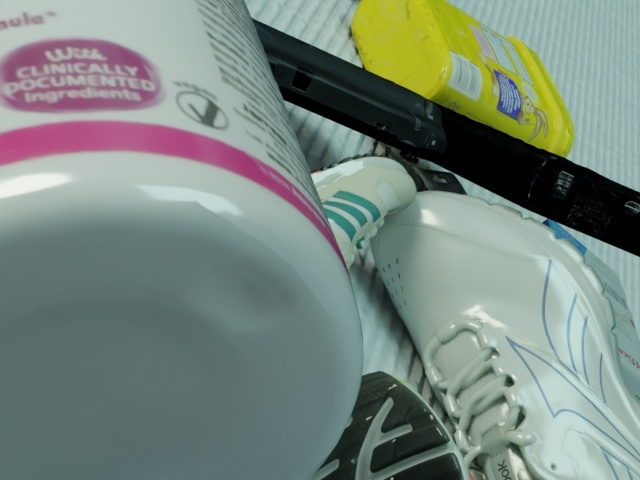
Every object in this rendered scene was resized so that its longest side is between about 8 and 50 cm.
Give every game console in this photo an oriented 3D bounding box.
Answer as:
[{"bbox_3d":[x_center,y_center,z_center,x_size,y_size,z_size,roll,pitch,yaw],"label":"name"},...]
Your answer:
[{"bbox_3d":[0.043,-0.078,0.961,0.361,0.044,0.213,21,6,-29],"label":"game console"}]

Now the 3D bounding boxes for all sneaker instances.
[{"bbox_3d":[0.000,0.000,0.832,0.161,0.057,0.075,-8,69,-48],"label":"sneaker"},{"bbox_3d":[0.063,0.161,0.726,0.094,0.081,0.208,11,54,-66],"label":"sneaker"},{"bbox_3d":[0.124,0.097,0.877,0.297,0.111,0.129,53,37,10],"label":"sneaker"}]

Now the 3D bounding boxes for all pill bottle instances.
[{"bbox_3d":[-0.096,-0.041,0.518,0.160,0.160,0.283,33,24,-37],"label":"pill bottle"}]

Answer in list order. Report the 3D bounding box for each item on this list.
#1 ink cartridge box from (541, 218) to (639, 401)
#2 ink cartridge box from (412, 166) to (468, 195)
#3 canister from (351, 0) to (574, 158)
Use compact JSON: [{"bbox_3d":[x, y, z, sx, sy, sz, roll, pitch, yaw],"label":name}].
[{"bbox_3d":[0.182,0.058,1.088,0.088,0.052,0.122,37,28,-30],"label":"ink cartridge box"},{"bbox_3d":[0.095,0.006,1.034,0.063,0.029,0.115,4,52,-58],"label":"ink cartridge box"},{"bbox_3d":[0.110,-0.124,1.182,0.170,0.073,0.126,22,38,-46],"label":"canister"}]
